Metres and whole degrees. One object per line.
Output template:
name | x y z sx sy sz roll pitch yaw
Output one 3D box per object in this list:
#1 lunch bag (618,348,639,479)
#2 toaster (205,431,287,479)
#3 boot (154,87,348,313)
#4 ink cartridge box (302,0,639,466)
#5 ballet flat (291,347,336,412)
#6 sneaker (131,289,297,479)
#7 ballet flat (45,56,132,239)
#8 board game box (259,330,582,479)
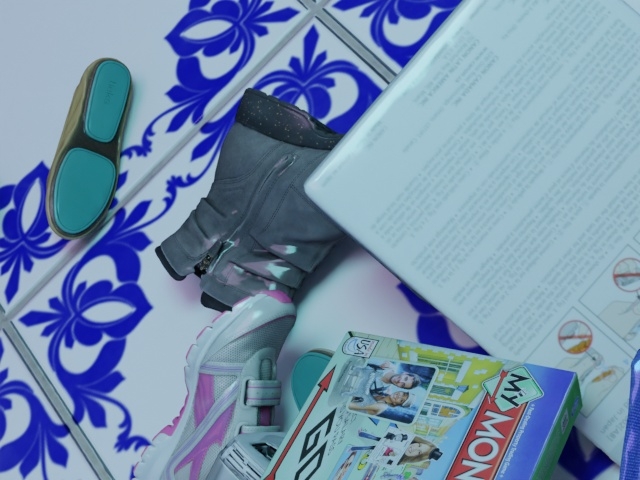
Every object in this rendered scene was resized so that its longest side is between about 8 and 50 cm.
lunch bag | 0.368 0.282 1.059 0.328 0.239 0.385 7 86 33
toaster | -0.033 0.267 1.350 0.227 0.129 0.146 35 108 38
boot | 0.000 0.000 1.528 0.338 0.118 0.222 25 87 43
ink cartridge box | 0.225 -0.033 1.351 0.385 0.091 0.308 41 90 3
ballet flat | 0.063 0.185 1.391 0.086 0.086 0.248 -47 46 1
sneaker | -0.076 0.167 1.462 0.111 0.103 0.252 33 107 28
ballet flat | -0.269 -0.099 1.767 0.073 0.080 0.232 -23 47 54
board game box | 0.056 0.211 1.217 0.213 0.046 0.317 8 45 26
